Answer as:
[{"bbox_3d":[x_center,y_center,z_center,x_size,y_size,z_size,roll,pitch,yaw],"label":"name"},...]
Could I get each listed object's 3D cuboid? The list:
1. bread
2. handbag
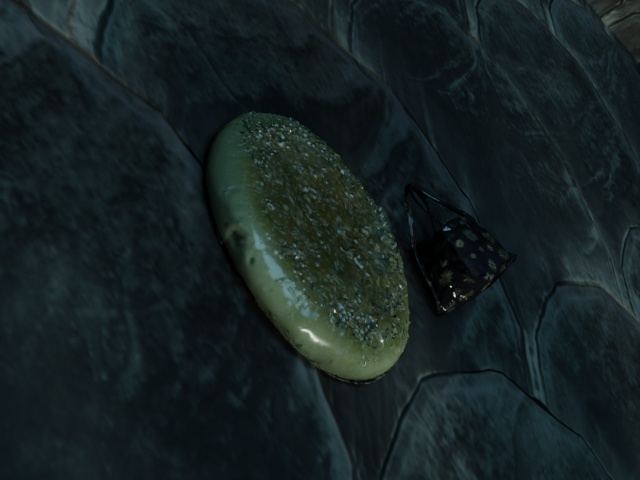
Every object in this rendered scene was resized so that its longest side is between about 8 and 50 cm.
[{"bbox_3d":[0.000,0.000,1.030,0.267,0.040,0.267,40,33,-32],"label":"bread"},{"bbox_3d":[0.133,-0.004,1.222,0.139,0.072,0.115,57,29,6],"label":"handbag"}]
